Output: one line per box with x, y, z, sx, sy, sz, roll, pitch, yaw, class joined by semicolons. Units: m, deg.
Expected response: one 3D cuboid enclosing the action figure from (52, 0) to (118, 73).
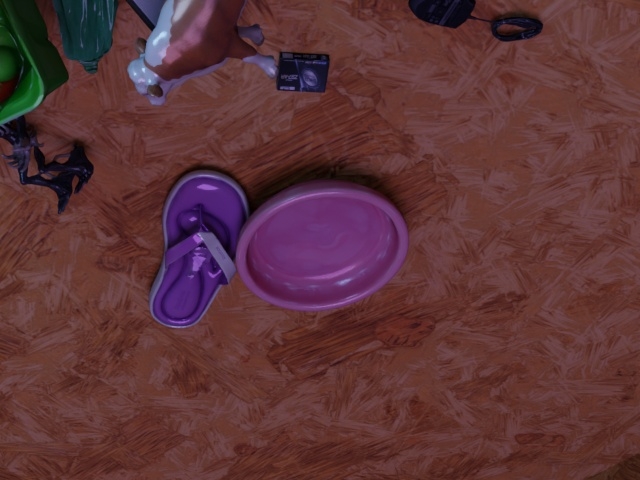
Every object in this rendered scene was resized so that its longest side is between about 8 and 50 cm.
-0.356;-0.352;1.500;0.137;0.063;0.232;-16;135;-23;action figure

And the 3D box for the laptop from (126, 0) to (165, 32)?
-0.114;-0.502;1.270;0.236;0.408;0.382;6;148;40;laptop

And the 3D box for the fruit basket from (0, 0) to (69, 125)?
-0.511;-0.302;1.265;0.282;0.392;0.392;-23;134;17;fruit basket

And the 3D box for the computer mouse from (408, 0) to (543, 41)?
0.249;-0.366;1.593;0.242;0.041;0.071;9;144;-25;computer mouse

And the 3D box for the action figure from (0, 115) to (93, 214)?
-0.523;-0.144;1.662;0.275;0.141;0.164;28;139;-32;action figure

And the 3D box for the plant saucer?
0.000;0.000;1.899;0.332;0.084;0.332;-7;136;-6;plant saucer

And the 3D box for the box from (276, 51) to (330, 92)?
-0.030;-0.280;1.659;0.083;0.018;0.067;2;136;-9;box

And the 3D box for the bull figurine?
-0.135;-0.307;1.300;0.188;0.101;0.310;2;118;-37;bull figurine

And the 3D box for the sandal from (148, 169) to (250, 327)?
-0.230;0.042;1.913;0.169;0.102;0.416;5;134;-15;sandal
